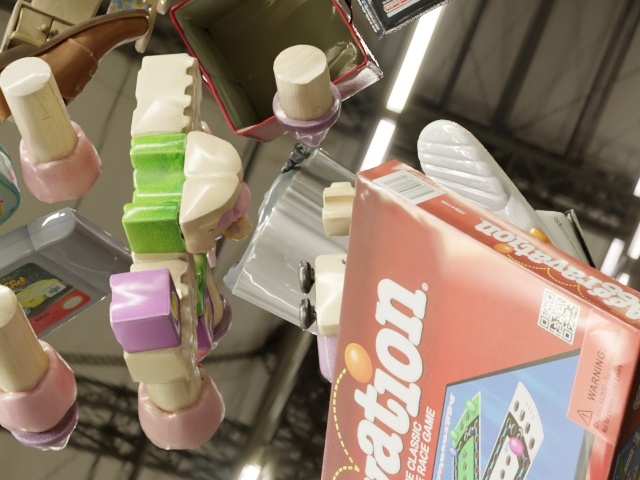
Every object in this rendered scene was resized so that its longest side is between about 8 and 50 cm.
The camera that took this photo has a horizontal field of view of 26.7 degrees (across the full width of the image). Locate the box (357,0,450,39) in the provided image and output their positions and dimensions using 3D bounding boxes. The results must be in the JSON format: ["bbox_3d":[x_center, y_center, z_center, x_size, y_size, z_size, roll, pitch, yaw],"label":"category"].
[{"bbox_3d":[0.114,-0.328,1.332,0.220,0.175,0.051,-29,1,-2],"label":"box"}]

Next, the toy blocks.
[{"bbox_3d":[-0.093,0.031,1.067,0.260,0.308,0.289,80,-172,-52],"label":"toy blocks"}]

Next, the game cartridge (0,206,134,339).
[{"bbox_3d":[-0.419,0.071,1.856,0.294,0.060,0.196,-32,-35,11],"label":"game cartridge"}]

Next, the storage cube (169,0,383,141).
[{"bbox_3d":[-0.047,-0.249,1.713,0.215,0.184,0.193,-29,-3,8],"label":"storage cube"}]

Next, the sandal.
[{"bbox_3d":[0.194,-0.013,1.249,0.076,0.102,0.265,-41,-77,-33],"label":"sandal"}]

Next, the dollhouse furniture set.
[{"bbox_3d":[-0.311,-0.265,1.610,0.242,0.212,0.161,-50,27,48],"label":"dollhouse furniture set"}]

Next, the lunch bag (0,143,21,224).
[{"bbox_3d":[-0.544,-0.071,1.745,0.279,0.108,0.224,-30,-44,11],"label":"lunch bag"}]

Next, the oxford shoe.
[{"bbox_3d":[-0.269,-0.189,1.452,0.212,0.076,0.076,-29,2,-23],"label":"oxford shoe"}]

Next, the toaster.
[{"bbox_3d":[0.000,0.000,1.509,0.227,0.146,0.129,-61,-4,39],"label":"toaster"}]

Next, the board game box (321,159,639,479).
[{"bbox_3d":[0.057,0.121,0.572,0.027,0.145,0.281,-19,-52,-37],"label":"board game box"}]
